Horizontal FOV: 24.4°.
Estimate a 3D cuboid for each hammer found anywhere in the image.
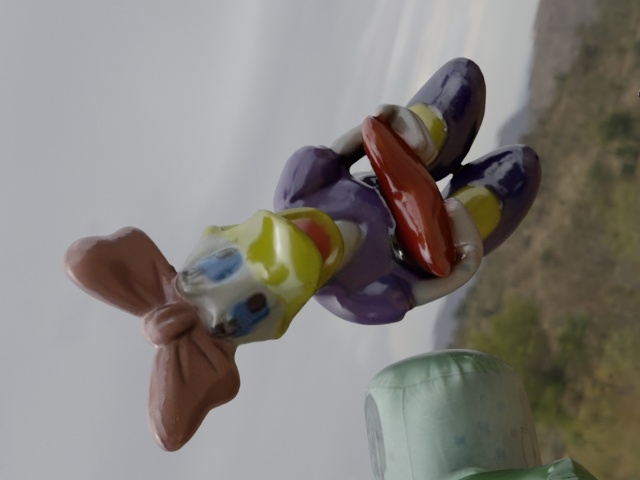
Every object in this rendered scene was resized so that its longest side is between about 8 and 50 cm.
[{"bbox_3d":[0.114,0.160,0.907,0.335,0.119,0.206,135,125,-77],"label":"hammer"}]

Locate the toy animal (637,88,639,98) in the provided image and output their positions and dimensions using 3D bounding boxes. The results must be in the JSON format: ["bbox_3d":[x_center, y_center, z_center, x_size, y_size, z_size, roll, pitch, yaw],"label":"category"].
[{"bbox_3d":[0.363,-0.185,1.301,0.202,0.105,0.070,-41,15,28],"label":"toy animal"}]

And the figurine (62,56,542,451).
[{"bbox_3d":[0.006,-0.003,1.048,0.193,0.154,0.421,-31,-2,31],"label":"figurine"}]
